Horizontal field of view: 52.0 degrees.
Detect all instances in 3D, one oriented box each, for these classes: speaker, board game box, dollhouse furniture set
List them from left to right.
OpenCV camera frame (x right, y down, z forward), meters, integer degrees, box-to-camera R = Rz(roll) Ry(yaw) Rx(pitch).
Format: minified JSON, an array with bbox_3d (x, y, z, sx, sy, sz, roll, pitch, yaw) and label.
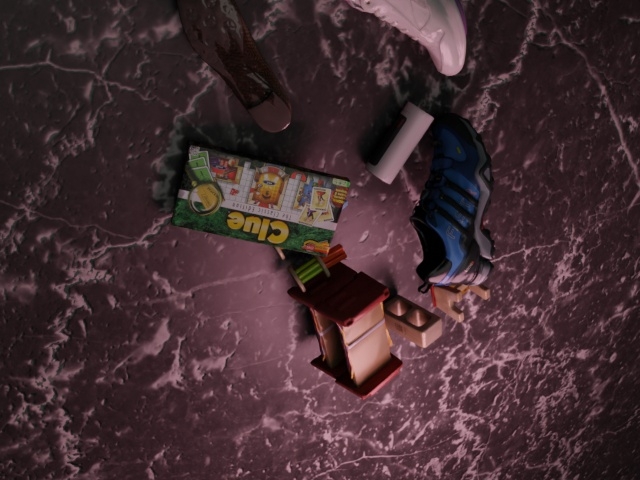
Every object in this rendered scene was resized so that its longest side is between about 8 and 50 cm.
[{"bbox_3d":[-0.093,-0.062,1.034,0.259,0.030,0.136,11,112,-16],"label":"board game box"},{"bbox_3d":[0.143,0.099,1.243,0.374,0.152,0.201,-33,129,-28],"label":"dollhouse furniture set"},{"bbox_3d":[0.134,-0.166,1.114,0.055,0.055,0.136,25,105,-35],"label":"speaker"}]

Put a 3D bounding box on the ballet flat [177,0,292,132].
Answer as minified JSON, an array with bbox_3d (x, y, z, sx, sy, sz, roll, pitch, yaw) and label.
[{"bbox_3d":[-0.117,-0.264,0.936,0.084,0.058,0.250,-26,124,16],"label":"ballet flat"}]

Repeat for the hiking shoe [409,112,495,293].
[{"bbox_3d":[0.217,-0.068,1.118,0.132,0.113,0.304,-6,88,-23],"label":"hiking shoe"}]

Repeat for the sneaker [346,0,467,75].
[{"bbox_3d":[0.115,-0.364,0.972,0.152,0.114,0.305,-30,124,9],"label":"sneaker"}]

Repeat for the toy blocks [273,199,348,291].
[{"bbox_3d":[0.000,0.000,1.126,0.148,0.054,0.123,-34,103,-6],"label":"toy blocks"}]
